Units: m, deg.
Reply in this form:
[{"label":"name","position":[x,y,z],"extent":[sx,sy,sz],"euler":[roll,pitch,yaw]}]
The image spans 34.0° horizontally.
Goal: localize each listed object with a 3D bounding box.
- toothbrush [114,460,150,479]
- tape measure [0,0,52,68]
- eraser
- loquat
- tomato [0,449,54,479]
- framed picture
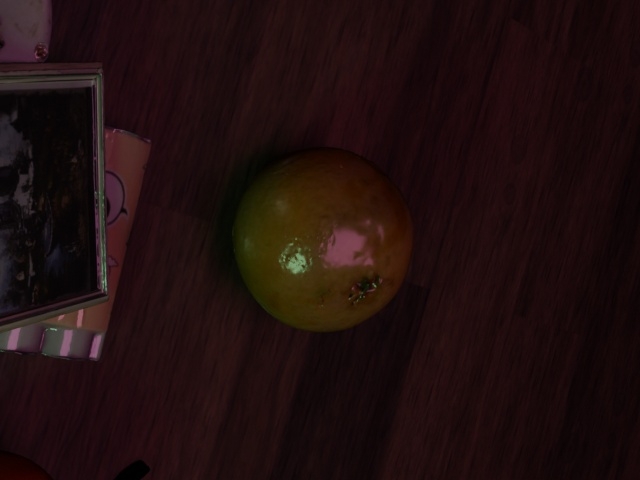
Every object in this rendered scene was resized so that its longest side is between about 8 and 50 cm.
[{"label":"toothbrush","position":[-0.339,0.377,1.391],"extent":[0.275,0.025,0.019],"euler":[-33,121,-33]},{"label":"tape measure","position":[-0.413,-0.254,1.112],"extent":[0.258,0.130,0.265],"euler":[-56,130,-23]},{"label":"eraser","position":[-0.318,-0.005,1.283],"extent":[0.171,0.087,0.291],"euler":[14,89,-42]},{"label":"loquat","position":[0.000,0.000,1.478],"extent":[0.263,0.263,0.263],"euler":[-11,107,-40]},{"label":"tomato","position":[-0.404,0.365,1.190],"extent":[0.255,0.224,0.256],"euler":[-1,91,-52]},{"label":"framed picture","position":[-0.314,-0.050,1.166],"extent":[0.232,0.019,0.296],"euler":[-18,111,-56]}]
